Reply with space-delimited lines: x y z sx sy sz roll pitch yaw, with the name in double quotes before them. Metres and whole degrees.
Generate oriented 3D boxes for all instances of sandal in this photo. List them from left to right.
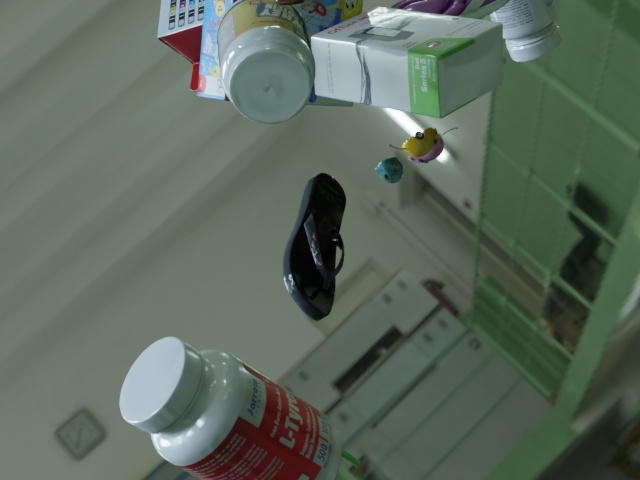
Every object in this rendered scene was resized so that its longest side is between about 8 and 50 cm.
"sandal" -0.001 -0.001 1.716 0.097 0.254 0.054 31 -40 -34
"sandal" 0.300 -0.545 2.443 0.416 0.169 0.102 -40 -32 -34

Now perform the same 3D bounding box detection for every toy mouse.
"toy mouse" 0.134 -0.119 1.667 0.161 0.031 0.143 -26 -13 -33

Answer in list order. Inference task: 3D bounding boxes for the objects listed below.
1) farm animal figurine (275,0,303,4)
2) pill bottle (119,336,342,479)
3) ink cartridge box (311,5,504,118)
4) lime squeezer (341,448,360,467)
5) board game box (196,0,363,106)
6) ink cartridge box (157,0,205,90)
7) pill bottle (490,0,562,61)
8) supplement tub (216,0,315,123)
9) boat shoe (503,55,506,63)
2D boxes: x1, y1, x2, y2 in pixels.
"farm animal figurine" -0.031 -0.488 1.565 0.327 0.330 0.172 -42 -10 10
"pill bottle" -0.168 0.348 2.132 0.229 0.229 0.407 -48 -55 7
"ink cartridge box" 0.148 -0.311 1.949 0.198 0.273 0.115 -32 -53 -42
"lime squeezer" -0.037 0.444 2.435 0.310 0.059 0.110 9 -62 -20
"board game box" -0.064 -0.401 2.054 0.308 0.086 0.302 -4 -76 -41
"ink cartridge box" -0.171 -0.479 2.325 0.309 0.272 0.130 -11 -25 29
"pill bottle" 0.488 -0.597 2.799 0.160 0.160 0.283 -37 -64 -23
"supplement tub" -0.083 -0.277 1.729 0.144 0.200 0.144 -4 -56 -6
"boat shoe" 0.311 -0.327 2.187 0.100 0.035 0.035 -45 -42 19
